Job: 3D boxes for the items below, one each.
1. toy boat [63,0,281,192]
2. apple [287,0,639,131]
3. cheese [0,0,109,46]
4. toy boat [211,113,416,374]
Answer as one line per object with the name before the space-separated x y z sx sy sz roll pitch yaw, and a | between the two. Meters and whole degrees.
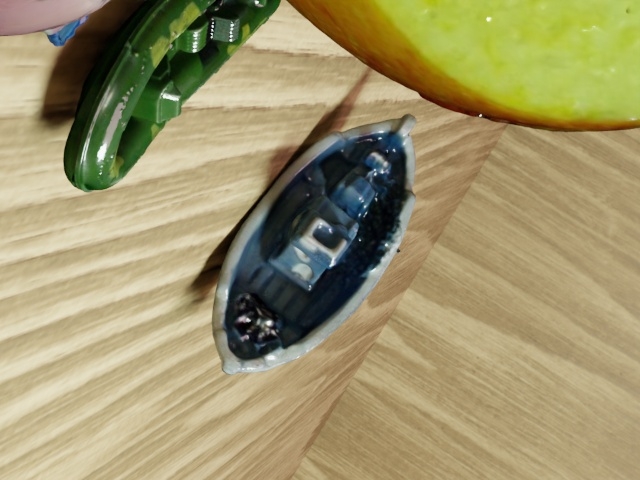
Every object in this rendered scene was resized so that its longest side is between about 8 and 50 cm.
toy boat | -0.074 -0.109 0.707 0.210 0.052 0.104 -52 171 -29
apple | 0.124 -0.240 0.534 0.384 0.374 0.374 -23 166 -4
cheese | -0.088 -0.139 0.495 0.189 0.074 0.286 -54 -177 -5
toy boat | 0.000 0.000 1.156 0.309 0.129 0.142 -54 -176 -26
